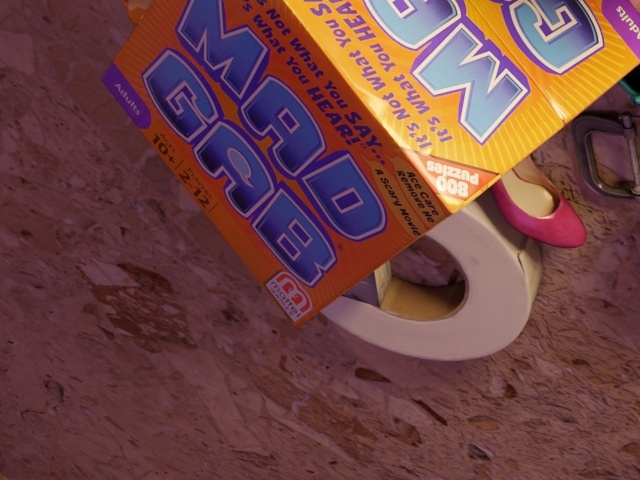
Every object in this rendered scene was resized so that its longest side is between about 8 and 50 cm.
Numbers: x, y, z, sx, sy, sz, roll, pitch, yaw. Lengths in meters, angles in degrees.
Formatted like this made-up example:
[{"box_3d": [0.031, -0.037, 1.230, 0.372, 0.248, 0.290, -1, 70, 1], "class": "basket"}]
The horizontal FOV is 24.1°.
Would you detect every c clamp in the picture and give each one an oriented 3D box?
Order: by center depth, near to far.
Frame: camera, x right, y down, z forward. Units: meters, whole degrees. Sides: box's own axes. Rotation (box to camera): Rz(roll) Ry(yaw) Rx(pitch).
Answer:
[{"box_3d": [0.381, -0.105, 1.905, 0.137, 0.022, 0.160, 17, 143, 29], "class": "c clamp"}]

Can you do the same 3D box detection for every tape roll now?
[{"box_3d": [0.128, 0.025, 2.178, 0.392, 0.072, 0.392, 16, 140, 13], "class": "tape roll"}]

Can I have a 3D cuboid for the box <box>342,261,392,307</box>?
[{"box_3d": [0.000, 0.000, 2.077, 0.183, 0.056, 0.231, 17, 156, 14], "class": "box"}]

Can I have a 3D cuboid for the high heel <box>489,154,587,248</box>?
[{"box_3d": [0.270, -0.087, 1.961, 0.244, 0.082, 0.117, 44, 151, -1], "class": "high heel"}]

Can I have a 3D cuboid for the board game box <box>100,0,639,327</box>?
[{"box_3d": [0.054, -0.191, 1.592, 0.356, 0.356, 0.356, 52, 147, 1], "class": "board game box"}]

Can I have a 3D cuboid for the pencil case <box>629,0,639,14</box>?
[{"box_3d": [0.466, -0.228, 1.624, 0.386, 0.160, 0.167, 36, 176, -12], "class": "pencil case"}]

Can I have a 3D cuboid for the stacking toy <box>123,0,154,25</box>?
[{"box_3d": [-0.146, -0.346, 1.720, 0.175, 0.302, 0.165, 9, 139, 23], "class": "stacking toy"}]

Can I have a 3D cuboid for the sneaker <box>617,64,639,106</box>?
[{"box_3d": [0.404, -0.179, 1.751, 0.275, 0.110, 0.107, 35, 141, -11], "class": "sneaker"}]
